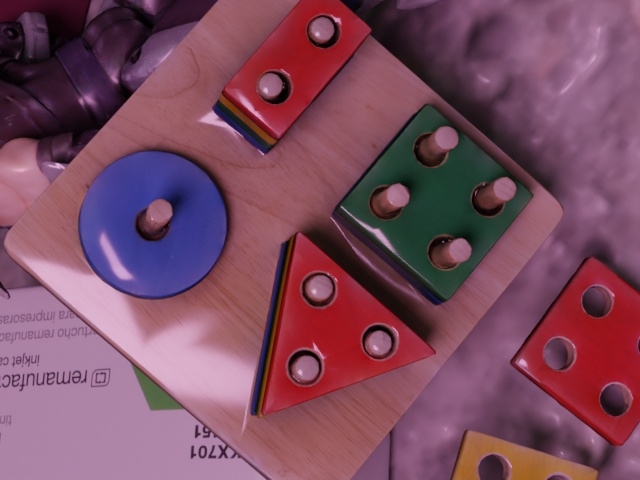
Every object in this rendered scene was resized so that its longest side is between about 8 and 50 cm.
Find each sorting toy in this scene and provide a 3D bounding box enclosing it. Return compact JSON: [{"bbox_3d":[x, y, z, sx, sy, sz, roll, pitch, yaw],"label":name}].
[{"bbox_3d":[0.000,0.000,0.504,0.274,0.046,0.132,41,78,-3],"label":"sorting toy"}]

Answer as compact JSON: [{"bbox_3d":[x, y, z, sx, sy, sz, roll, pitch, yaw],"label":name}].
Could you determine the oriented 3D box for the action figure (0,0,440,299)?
[{"bbox_3d":[-0.064,-0.068,0.599,0.285,0.099,0.185,-40,42,1],"label":"action figure"}]

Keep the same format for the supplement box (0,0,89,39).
[{"bbox_3d":[-0.203,-0.134,0.720,0.188,0.104,0.081,8,81,32],"label":"supplement box"}]

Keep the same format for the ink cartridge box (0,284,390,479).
[{"bbox_3d":[-0.059,0.122,0.577,0.153,0.087,0.208,-6,74,30],"label":"ink cartridge box"}]
